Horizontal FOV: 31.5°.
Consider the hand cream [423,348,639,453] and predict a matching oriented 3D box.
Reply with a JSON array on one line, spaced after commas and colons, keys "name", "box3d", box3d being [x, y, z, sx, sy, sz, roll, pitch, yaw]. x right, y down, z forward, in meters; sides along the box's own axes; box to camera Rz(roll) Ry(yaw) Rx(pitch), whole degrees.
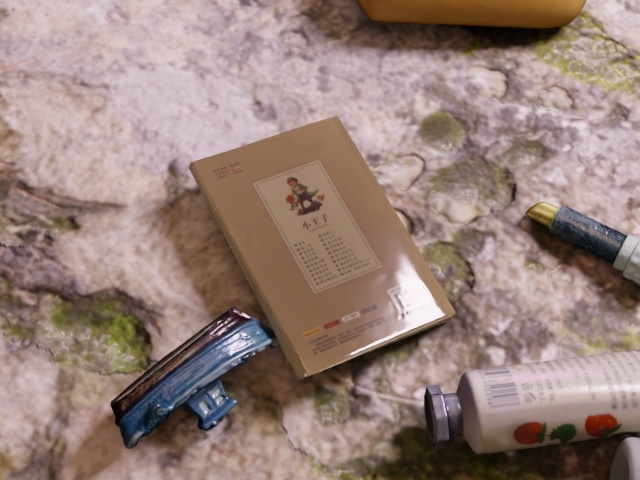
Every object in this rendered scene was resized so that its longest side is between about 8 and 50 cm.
[{"name": "hand cream", "box3d": [0.214, 0.111, 0.826, 0.276, 0.059, 0.095, -7, 28, -4]}]

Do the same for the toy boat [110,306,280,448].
[{"name": "toy boat", "box3d": [-0.088, 0.105, 0.828, 0.137, 0.060, 0.061, -40, 98, -20]}]

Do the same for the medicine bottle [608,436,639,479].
[{"name": "medicine bottle", "box3d": [0.270, 0.183, 0.785, 0.130, 0.080, 0.080, 7, 66, 2]}]

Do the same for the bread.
[{"name": "bread", "box3d": [0.129, -0.254, 0.968, 0.217, 0.098, 0.147, -3, 70, -1]}]

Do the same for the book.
[{"name": "book", "box3d": [0.000, 0.000, 0.880, 0.138, 0.016, 0.199, -20, 67, -24]}]

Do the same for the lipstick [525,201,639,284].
[{"name": "lipstick", "box3d": [0.217, -0.003, 0.892, 0.116, 0.037, 0.037, 29, 69, 16]}]
